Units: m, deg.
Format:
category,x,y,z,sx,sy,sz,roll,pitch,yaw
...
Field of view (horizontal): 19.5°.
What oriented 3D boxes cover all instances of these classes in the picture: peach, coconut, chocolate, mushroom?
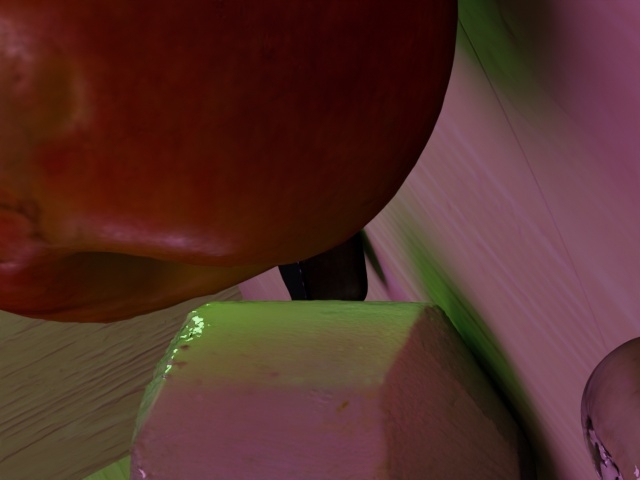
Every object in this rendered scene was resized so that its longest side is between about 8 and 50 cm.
category,x,y,z,sx,sy,sz,roll,pitch,yaw
peach,-0.109,-0.150,0.954,0.388,0.388,0.388,62,173,12
coconut,0.023,0.192,1.527,0.297,0.309,0.297,5,-90,-77
chocolate,0.000,0.000,1.855,0.125,0.080,0.148,88,164,-47
mushroom,0.164,0.118,0.832,0.154,0.122,0.154,59,179,1
